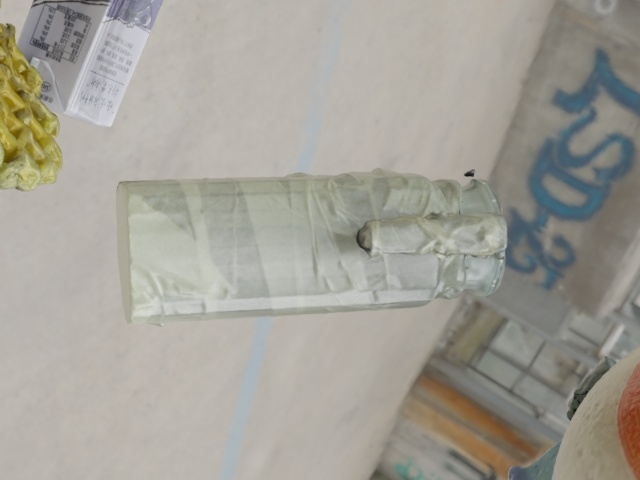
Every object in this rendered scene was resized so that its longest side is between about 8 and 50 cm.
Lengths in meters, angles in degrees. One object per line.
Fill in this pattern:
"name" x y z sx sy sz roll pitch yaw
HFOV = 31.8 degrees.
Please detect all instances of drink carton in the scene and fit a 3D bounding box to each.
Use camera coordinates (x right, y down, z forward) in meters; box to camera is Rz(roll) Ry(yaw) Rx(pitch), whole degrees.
"drink carton" -0.281 -0.259 1.368 0.134 0.102 0.222 6 106 -79

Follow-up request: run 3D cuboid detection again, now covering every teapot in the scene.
"teapot" 0.000 0.000 0.577 0.107 0.201 0.077 162 -75 -73

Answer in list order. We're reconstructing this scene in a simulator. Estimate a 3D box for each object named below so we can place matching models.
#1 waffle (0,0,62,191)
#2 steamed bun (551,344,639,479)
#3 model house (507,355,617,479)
"waffle" -0.328 -0.156 1.050 0.056 0.250 0.261 -24 171 8
"steamed bun" 0.253 0.133 0.574 0.283 0.283 0.177 -45 131 -34
"model house" 0.319 0.362 1.209 0.329 0.295 0.251 -47 -157 11
